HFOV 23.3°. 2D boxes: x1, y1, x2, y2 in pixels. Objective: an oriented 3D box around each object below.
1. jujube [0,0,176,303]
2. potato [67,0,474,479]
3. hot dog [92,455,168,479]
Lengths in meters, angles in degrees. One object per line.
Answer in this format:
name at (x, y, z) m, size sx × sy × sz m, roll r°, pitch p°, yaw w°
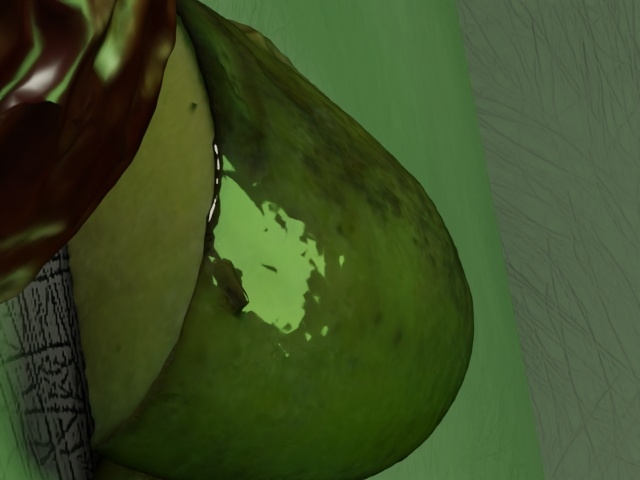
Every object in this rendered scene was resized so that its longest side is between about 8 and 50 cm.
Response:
jujube at (-0.134, -0.095, 0.395) m, size 0.213 × 0.213 × 0.232 m, roll 56°, pitch 22°, yaw -56°
potato at (0.000, 0.000, 0.778) m, size 0.255 × 0.112 × 0.269 m, roll 25°, pitch 41°, yaw -41°
hot dog at (-0.065, 0.070, 0.806) m, size 0.286 × 0.061 × 0.088 m, roll -80°, pitch 162°, yaw -57°
